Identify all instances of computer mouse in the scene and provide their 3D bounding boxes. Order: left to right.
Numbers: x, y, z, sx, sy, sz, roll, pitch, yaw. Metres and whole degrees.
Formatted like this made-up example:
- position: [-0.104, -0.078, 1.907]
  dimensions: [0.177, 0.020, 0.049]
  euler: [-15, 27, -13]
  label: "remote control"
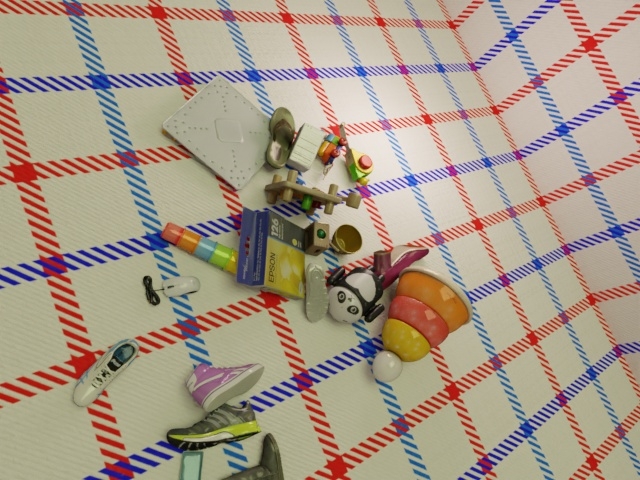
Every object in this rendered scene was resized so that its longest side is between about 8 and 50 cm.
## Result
- position: [-0.510, 0.159, 1.610]
  dimensions: [0.193, 0.042, 0.105]
  euler: [-10, 74, -33]
  label: "computer mouse"

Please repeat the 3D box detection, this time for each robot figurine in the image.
- position: [0.147, 0.216, 1.888]
  dimensions: [0.278, 0.209, 0.173]
  euler: [-38, 127, -36]
  label: "robot figurine"

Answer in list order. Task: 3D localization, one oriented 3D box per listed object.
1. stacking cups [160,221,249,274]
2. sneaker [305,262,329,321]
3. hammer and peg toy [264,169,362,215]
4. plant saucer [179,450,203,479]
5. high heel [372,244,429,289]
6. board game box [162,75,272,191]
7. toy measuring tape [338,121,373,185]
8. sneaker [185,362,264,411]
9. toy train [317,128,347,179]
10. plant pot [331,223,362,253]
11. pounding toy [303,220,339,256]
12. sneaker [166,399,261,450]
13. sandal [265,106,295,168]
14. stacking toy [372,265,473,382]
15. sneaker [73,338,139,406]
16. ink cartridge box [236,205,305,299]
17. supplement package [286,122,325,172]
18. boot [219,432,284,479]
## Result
- position: [-0.423, 0.033, 1.684]
  dimensions: [0.317, 0.096, 0.095]
  euler: [25, 60, -18]
  label: "stacking cups"
- position: [-0.022, 0.206, 1.841]
  dimensions: [0.090, 0.095, 0.234]
  euler: [0, 96, -18]
  label: "sneaker"
- position: [-0.031, -0.173, 1.914]
  dimensions: [0.362, 0.266, 0.127]
  euler: [16, 85, -25]
  label: "hammer and peg toy"
- position: [-0.408, 0.759, 1.436]
  dimensions: [0.067, 0.018, 0.191]
  euler: [13, 65, -26]
  label: "plant saucer"
- position: [0.367, 0.121, 2.128]
  dimensions: [0.378, 0.127, 0.181]
  euler: [-7, 103, -37]
  label: "high heel"
- position: [-0.389, -0.446, 1.927]
  dimensions: [0.390, 0.050, 0.389]
  euler: [40, 55, -11]
  label: "board game box"
- position: [0.177, -0.412, 2.207]
  dimensions: [0.122, 0.121, 0.329]
  euler: [-7, 74, -32]
  label: "toy measuring tape"
- position: [-0.324, 0.451, 1.565]
  dimensions: [0.161, 0.102, 0.282]
  euler: [33, 23, 27]
  label: "sneaker"
- position: [0.009, -0.400, 2.117]
  dimensions: [0.144, 0.105, 0.248]
  euler: [33, 57, -3]
  label: "toy train"
- position: [0.100, 0.008, 1.997]
  dimensions: [0.134, 0.095, 0.134]
  euler: [12, 64, -26]
  label: "plant pot"
- position: [0.000, 0.000, 1.913]
  dimensions: [0.100, 0.141, 0.129]
  euler: [13, 64, -26]
  label: "pounding toy"
- position: [-0.347, 0.598, 1.500]
  dimensions: [0.300, 0.111, 0.121]
  euler: [3, 52, -31]
  label: "sneaker"
- position: [-0.158, -0.445, 1.979]
  dimensions: [0.120, 0.086, 0.302]
  euler: [17, 63, -25]
  label: "sandal"
- position: [0.362, 0.370, 1.896]
  dimensions: [0.350, 0.351, 0.480]
  euler: [46, 67, -6]
  label: "stacking toy"
- position: [-0.651, 0.394, 1.404]
  dimensions: [0.085, 0.086, 0.237]
  euler: [43, 56, -10]
  label: "sneaker"
- position: [-0.176, 0.049, 1.772]
  dimensions: [0.307, 0.072, 0.303]
  euler: [27, 56, -48]
  label: "ink cartridge box"
- position: [-0.070, -0.404, 2.023]
  dimensions: [0.105, 0.105, 0.179]
  euler: [25, 83, -15]
  label: "supplement package"
- position: [-0.231, 0.756, 1.516]
  dimensions: [0.209, 0.076, 0.189]
  euler: [-7, 72, -25]
  label: "boot"
